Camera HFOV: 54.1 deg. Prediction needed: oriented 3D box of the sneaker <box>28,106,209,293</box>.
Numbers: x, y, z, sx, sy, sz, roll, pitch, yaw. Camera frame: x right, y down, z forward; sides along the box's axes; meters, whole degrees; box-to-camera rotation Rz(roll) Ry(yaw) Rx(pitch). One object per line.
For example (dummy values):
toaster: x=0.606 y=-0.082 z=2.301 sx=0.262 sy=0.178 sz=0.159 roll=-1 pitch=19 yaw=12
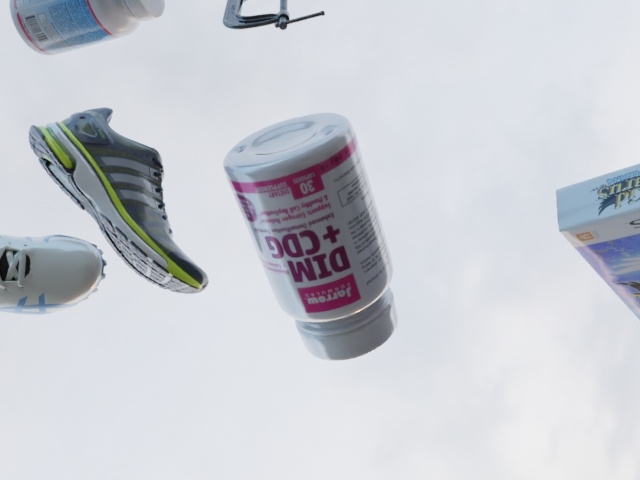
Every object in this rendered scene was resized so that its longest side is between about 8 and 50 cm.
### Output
sneaker: x=-0.241 y=-0.057 z=0.828 sx=0.121 sy=0.111 sz=0.300 roll=-42 pitch=-83 yaw=-26

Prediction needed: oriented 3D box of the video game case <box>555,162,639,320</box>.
video game case: x=0.425 y=-0.001 z=0.666 sx=0.269 sy=0.244 sz=0.061 roll=35 pitch=-129 yaw=-36

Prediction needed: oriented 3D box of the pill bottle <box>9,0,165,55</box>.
pill bottle: x=-0.266 y=-0.272 z=0.722 sx=0.160 sy=0.087 sz=0.087 roll=-7 pitch=-61 yaw=18

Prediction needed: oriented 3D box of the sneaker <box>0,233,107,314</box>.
sneaker: x=-0.329 y=0.028 z=0.604 sx=0.237 sy=0.086 sz=0.085 roll=1 pitch=-95 yaw=4

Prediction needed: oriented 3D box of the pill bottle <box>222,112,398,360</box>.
pill bottle: x=0.000 y=0.000 z=0.785 sx=0.160 sy=0.160 sz=0.283 roll=-28 pitch=-63 yaw=-16

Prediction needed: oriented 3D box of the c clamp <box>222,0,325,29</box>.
c clamp: x=-0.070 y=-0.326 z=0.877 sx=0.137 sy=0.161 sz=0.022 roll=-13 pitch=-49 yaw=1
